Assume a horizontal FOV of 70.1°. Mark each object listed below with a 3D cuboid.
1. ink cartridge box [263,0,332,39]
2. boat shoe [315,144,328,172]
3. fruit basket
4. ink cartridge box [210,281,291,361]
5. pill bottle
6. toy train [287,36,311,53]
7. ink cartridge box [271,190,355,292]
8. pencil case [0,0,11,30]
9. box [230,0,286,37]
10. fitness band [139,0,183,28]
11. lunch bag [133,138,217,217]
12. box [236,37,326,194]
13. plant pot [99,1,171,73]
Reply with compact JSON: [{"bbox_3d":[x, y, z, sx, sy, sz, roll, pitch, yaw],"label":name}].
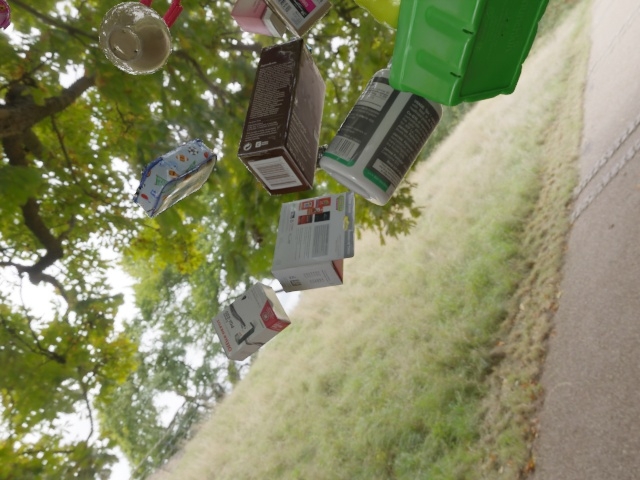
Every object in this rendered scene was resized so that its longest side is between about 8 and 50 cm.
[{"bbox_3d":[-0.101,-0.992,1.891,0.193,0.235,0.088,-45,15,2],"label":"ink cartridge box"},{"bbox_3d":[-0.028,-0.308,1.765,0.223,0.073,0.080,160,100,-68],"label":"boat shoe"},{"bbox_3d":[0.238,-0.489,0.906,0.392,0.283,0.392,164,90,-72],"label":"fruit basket"},{"bbox_3d":[-0.229,0.264,1.478,0.218,0.158,0.092,-40,-31,11],"label":"ink cartridge box"},{"bbox_3d":[0.172,-0.287,1.134,0.361,0.204,0.204,-57,-4,1],"label":"pill bottle"},{"bbox_3d":[-0.084,-0.616,1.603,0.080,0.105,0.184,-25,-29,-20],"label":"toy train"},{"bbox_3d":[0.000,0.000,1.523,0.130,0.272,0.309,63,-157,-44],"label":"ink cartridge box"},{"bbox_3d":[-0.966,-0.707,1.298,0.124,0.284,0.124,-26,-31,-17],"label":"pencil case"},{"bbox_3d":[-0.260,-1.026,2.052,0.148,0.232,0.127,-67,-27,-6],"label":"box"},{"bbox_3d":[-0.725,-1.095,2.099,0.291,0.054,0.209,-62,-11,-13],"label":"fitness band"},{"bbox_3d":[-0.508,-0.212,1.586,0.243,0.115,0.303,-45,0,43],"label":"lunch bag"},{"bbox_3d":[-0.092,-0.334,1.240,0.191,0.143,0.381,51,-141,-55],"label":"box"},{"bbox_3d":[-0.768,-0.806,1.852,0.191,0.284,0.284,-99,24,-60],"label":"plant pot"}]
